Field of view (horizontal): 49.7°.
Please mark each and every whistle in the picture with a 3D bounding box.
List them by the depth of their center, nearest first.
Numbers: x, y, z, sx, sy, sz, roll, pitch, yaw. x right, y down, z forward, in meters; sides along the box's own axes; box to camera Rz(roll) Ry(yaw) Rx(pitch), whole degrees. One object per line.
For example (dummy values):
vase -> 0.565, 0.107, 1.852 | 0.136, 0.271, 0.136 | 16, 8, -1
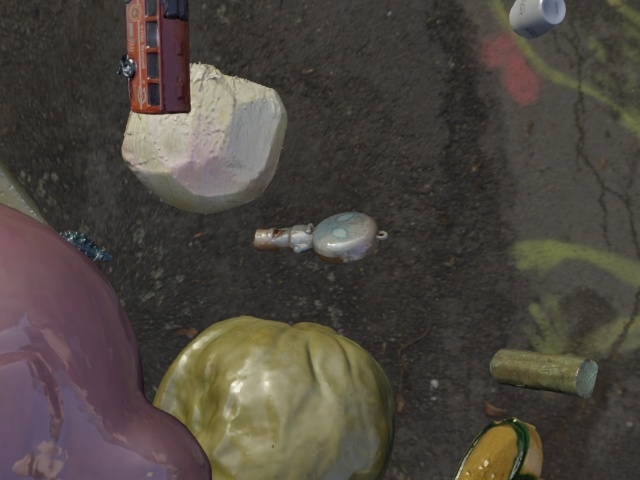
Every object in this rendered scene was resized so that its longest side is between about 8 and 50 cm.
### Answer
whistle -> 0.000, 0.000, 1.103 | 0.220, 0.107, 0.057 | -1, 124, 16

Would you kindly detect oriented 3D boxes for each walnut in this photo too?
walnut -> -0.054, 0.219, 0.760 | 0.253, 0.282, 0.276 | 19, 94, -38

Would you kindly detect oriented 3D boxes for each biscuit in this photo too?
biscuit -> 0.337, 0.502, 1.342 | 0.057, 0.287, 0.343 | 34, 67, -12

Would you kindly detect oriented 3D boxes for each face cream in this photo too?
face cream -> 0.441, -0.461, 1.408 | 0.091, 0.095, 0.091 | -1, 93, -24

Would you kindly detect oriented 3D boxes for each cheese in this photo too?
cheese -> -0.654, -0.109, 1.404 | 0.085, 0.034, 0.400 | -26, 107, 22

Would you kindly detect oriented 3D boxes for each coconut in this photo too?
coconut -> -0.217, -0.178, 1.280 | 0.298, 0.297, 0.254 | 17, 89, -15

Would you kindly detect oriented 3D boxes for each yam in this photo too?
yam -> 0.366, 0.214, 1.132 | 0.068, 0.169, 0.068 | 1, 88, -37

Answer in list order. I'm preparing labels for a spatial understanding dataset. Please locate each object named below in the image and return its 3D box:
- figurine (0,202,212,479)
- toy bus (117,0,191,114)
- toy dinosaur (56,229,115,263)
figurine -> -0.211, 0.079, 0.332 | 0.261, 0.270, 0.211 | -5, 79, -51
toy bus -> -0.228, -0.294, 0.969 | 0.074, 0.097, 0.234 | -14, 111, -52
toy dinosaur -> -0.434, 0.006, 1.209 | 0.154, 0.055, 0.049 | 23, 80, -15
